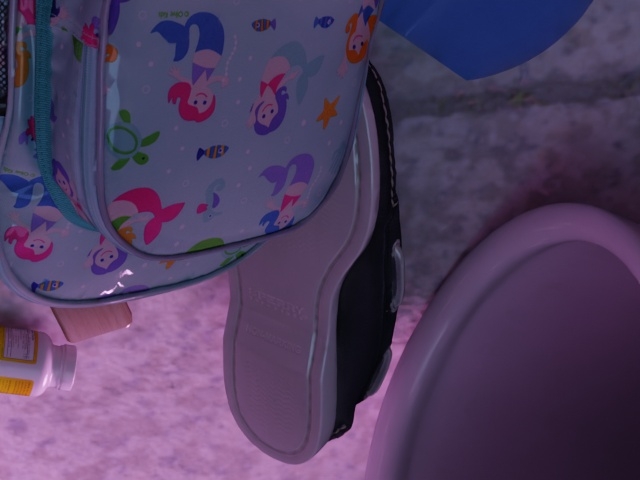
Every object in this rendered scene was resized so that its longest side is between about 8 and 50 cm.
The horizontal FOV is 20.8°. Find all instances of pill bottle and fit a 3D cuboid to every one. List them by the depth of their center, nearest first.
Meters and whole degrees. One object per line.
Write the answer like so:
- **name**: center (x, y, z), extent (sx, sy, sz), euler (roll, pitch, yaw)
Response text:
- **pill bottle**: center (-0.203, 0.078, 1.135), extent (0.083, 0.043, 0.043), euler (9, 126, -16)

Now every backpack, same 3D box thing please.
- **backpack**: center (-0.092, -0.088, 0.897), extent (0.225, 0.191, 0.253), euler (-11, 129, -39)

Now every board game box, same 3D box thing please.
- **board game box**: center (0.086, -0.172, 0.994), extent (0.169, 0.033, 0.133), euler (29, 113, -34)

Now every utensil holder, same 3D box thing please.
- **utensil holder**: center (0.271, 0.185, 1.125), extent (0.385, 0.327, 0.327), euler (18, 123, -24)

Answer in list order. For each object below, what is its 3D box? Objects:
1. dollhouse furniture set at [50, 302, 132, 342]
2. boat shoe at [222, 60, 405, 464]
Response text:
- **dollhouse furniture set**: center (-0.306, 0.003, 0.976), extent (0.303, 0.173, 0.355), euler (-18, 129, 5)
- **boat shoe**: center (0.000, 0.000, 1.081), extent (0.114, 0.091, 0.302), euler (30, 132, 23)
